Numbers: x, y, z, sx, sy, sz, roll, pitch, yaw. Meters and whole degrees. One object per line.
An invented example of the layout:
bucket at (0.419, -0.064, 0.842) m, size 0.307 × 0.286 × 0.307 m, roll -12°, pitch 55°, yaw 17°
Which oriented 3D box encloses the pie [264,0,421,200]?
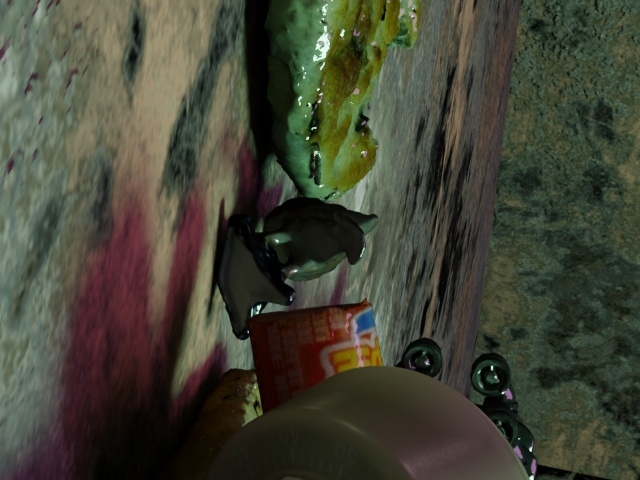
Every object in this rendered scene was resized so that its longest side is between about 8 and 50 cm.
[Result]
pie at (0.020, -0.175, 1.062) m, size 0.302 × 0.067 × 0.302 m, roll 13°, pitch 90°, yaw -81°

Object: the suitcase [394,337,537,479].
suitcase at (0.048, 0.310, 1.359) m, size 0.283 × 0.194 × 0.433 m, roll -55°, pitch 155°, yaw -81°

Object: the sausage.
sausage at (0.017, 0.169, 0.914) m, size 0.074 × 0.074 × 0.274 m, roll 6°, pitch 74°, yaw -81°

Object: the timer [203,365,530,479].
timer at (-0.039, 0.161, 0.742) m, size 0.266 × 0.175 × 0.175 m, roll -9°, pitch 112°, yaw -51°

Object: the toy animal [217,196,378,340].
toy animal at (-0.009, 0.004, 1.046) m, size 0.202 × 0.105 × 0.070 m, roll -32°, pitch 99°, yaw -83°

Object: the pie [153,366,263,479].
pie at (-0.052, 0.230, 0.982) m, size 0.308 × 0.085 × 0.308 m, roll 5°, pitch 90°, yaw -76°
